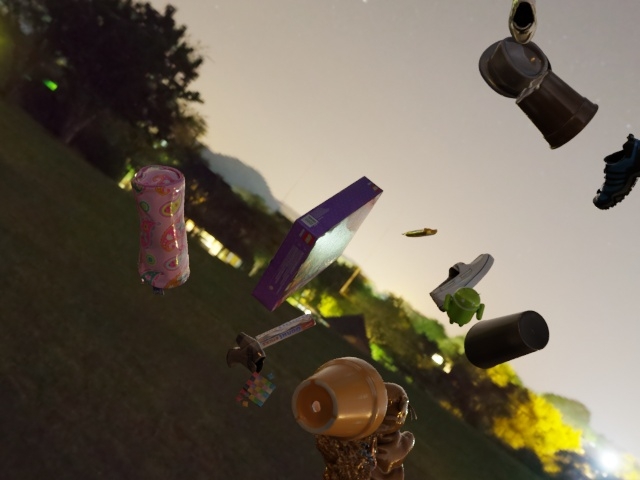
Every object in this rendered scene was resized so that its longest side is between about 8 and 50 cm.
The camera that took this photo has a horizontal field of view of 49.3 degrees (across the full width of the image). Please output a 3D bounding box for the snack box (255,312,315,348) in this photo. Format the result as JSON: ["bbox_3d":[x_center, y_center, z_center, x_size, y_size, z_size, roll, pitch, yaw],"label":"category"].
[{"bbox_3d":[-0.104,0.267,2.070,0.064,0.178,0.022,-141,-151,-72],"label":"snack box"}]

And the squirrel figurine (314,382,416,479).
[{"bbox_3d":[0.167,0.659,2.304,0.281,0.370,0.397,21,10,41],"label":"squirrel figurine"}]

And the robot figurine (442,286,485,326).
[{"bbox_3d":[0.352,0.161,1.720,0.101,0.115,0.067,18,41,0],"label":"robot figurine"}]

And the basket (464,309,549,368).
[{"bbox_3d":[0.604,0.311,2.234,0.154,0.204,0.227,62,-33,5],"label":"basket"}]

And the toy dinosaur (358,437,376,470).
[{"bbox_3d":[0.132,0.568,1.829,0.082,0.090,0.047,44,35,-23],"label":"toy dinosaur"}]

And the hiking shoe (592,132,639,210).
[{"bbox_3d":[0.945,-0.218,2.211,0.132,0.113,0.304,35,-37,6],"label":"hiking shoe"}]

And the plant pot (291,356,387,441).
[{"bbox_3d":[0.031,0.392,1.700,0.205,0.205,0.188,37,13,28],"label":"plant pot"}]

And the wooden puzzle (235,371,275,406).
[{"bbox_3d":[-0.119,0.283,1.323,0.049,0.083,0.006,34,-26,6],"label":"wooden puzzle"}]

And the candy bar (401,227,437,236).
[{"bbox_3d":[0.258,-0.019,1.821,0.040,0.018,0.161,5,-4,-14],"label":"candy bar"}]

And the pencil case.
[{"bbox_3d":[-0.362,-0.025,1.587,0.124,0.124,0.284,36,-48,42],"label":"pencil case"}]

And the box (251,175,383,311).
[{"bbox_3d":[0.000,0.000,1.376,0.057,0.201,0.293,40,35,10],"label":"box"}]

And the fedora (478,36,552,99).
[{"bbox_3d":[0.715,-0.645,2.526,0.275,0.244,0.124,55,-7,16],"label":"fedora"}]

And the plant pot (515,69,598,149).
[{"bbox_3d":[0.631,-0.363,1.896,0.165,0.167,0.167,42,-4,-6],"label":"plant pot"}]

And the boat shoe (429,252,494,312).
[{"bbox_3d":[0.438,0.112,2.179,0.088,0.267,0.096,50,-22,-2],"label":"boat shoe"}]

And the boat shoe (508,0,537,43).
[{"bbox_3d":[0.626,-0.687,2.174,0.095,0.084,0.258,7,-21,20],"label":"boat shoe"}]

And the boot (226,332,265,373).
[{"bbox_3d":[-0.162,0.263,1.534,0.042,0.118,0.087,-17,49,-40],"label":"boot"}]
